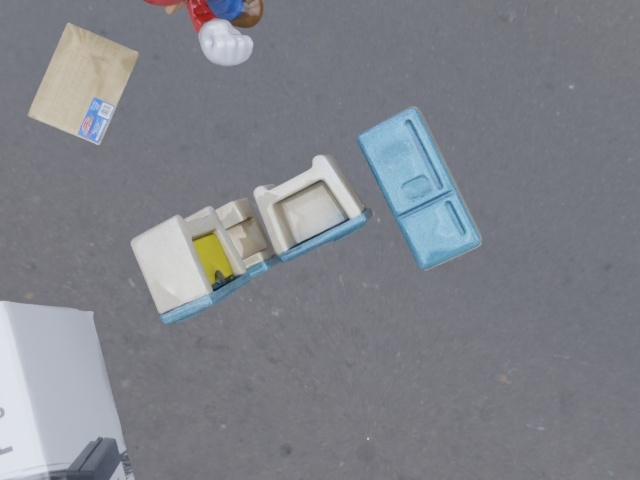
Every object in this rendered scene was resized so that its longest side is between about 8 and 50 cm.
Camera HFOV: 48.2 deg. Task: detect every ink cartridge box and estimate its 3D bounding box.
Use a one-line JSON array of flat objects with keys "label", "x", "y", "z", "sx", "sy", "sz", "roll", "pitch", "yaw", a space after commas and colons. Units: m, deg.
[{"label": "ink cartridge box", "x": -0.256, "y": 0.224, "z": 0.518, "sx": 0.223, "sy": 0.129, "sz": 0.307, "roll": -20, "pitch": 77, "yaw": 6}]

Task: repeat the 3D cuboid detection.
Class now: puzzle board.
[{"label": "puzzle board", "x": -0.296, "y": -0.195, "z": 0.895, "sx": 0.096, "sy": 0.011, "sz": 0.128, "roll": 23, "pitch": 88, "yaw": -4}]

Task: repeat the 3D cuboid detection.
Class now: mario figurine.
[{"label": "mario figurine", "x": -0.107, "y": -0.318, "z": 0.818, "sx": 0.170, "sy": 0.320, "sz": 0.198, "roll": -42, "pitch": 97, "yaw": 14}]

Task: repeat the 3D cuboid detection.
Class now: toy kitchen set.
[{"label": "toy kitchen set", "x": 0.000, "y": 0.000, "z": 0.532, "sx": 0.207, "sy": 0.166, "sz": 0.122, "roll": -27, "pitch": 92, "yaw": 16}]
